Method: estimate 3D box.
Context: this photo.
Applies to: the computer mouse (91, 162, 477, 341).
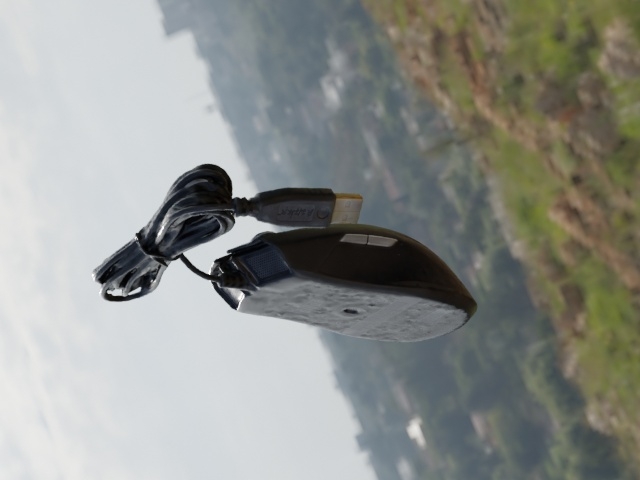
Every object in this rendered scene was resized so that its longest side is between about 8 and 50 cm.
[{"bbox_3d":[0.000,0.000,0.997,0.184,0.262,0.060,138,136,-57],"label":"computer mouse"}]
